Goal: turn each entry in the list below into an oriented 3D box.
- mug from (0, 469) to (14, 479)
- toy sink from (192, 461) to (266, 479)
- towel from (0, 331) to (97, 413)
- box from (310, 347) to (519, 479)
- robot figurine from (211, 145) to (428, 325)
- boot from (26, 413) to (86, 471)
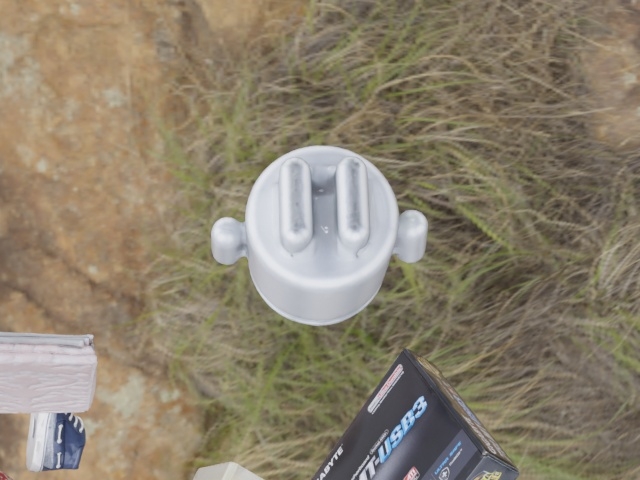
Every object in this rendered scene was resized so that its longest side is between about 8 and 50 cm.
[{"bbox_3d":[-0.551,0.424,1.771,0.169,0.113,0.150,34,107,1],"label":"mug"},{"bbox_3d":[-0.159,0.476,1.690,0.131,0.234,0.153,33,153,-14],"label":"toy sink"},{"bbox_3d":[-0.480,0.186,1.534,0.317,0.331,0.053,123,148,-64],"label":"towel"},{"bbox_3d":[0.105,0.338,1.517,0.295,0.073,0.293,-55,27,10],"label":"box"},{"bbox_3d":[0.000,0.000,1.509,0.299,0.353,0.200,2,72,-2],"label":"robot figurine"},{"bbox_3d":[-0.427,0.289,1.812,0.069,0.086,0.190,39,120,57],"label":"boot"}]
